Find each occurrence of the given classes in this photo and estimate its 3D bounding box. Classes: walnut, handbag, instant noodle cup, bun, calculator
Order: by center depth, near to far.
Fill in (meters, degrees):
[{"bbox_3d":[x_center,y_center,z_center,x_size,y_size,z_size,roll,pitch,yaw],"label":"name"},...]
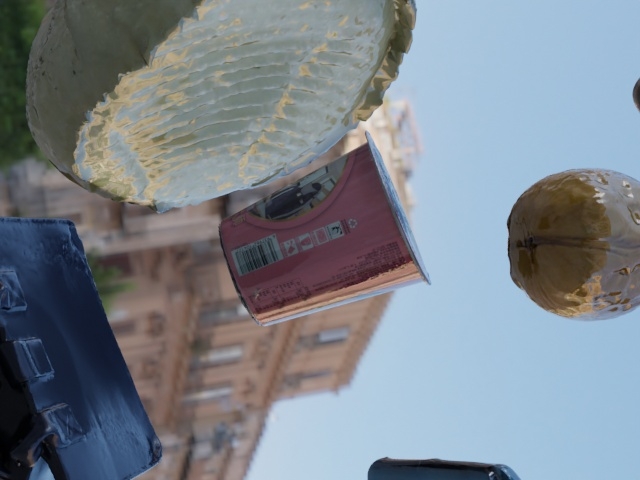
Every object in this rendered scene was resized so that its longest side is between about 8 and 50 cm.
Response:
[{"bbox_3d":[-0.067,-0.142,0.933,0.152,0.259,0.259,59,-22,26],"label":"bun"},{"bbox_3d":[0.251,0.004,1.352,0.144,0.180,0.144,14,-70,45],"label":"walnut"},{"bbox_3d":[-0.300,0.129,1.514,0.329,0.122,0.303,-1,70,-83],"label":"handbag"},{"bbox_3d":[0.170,0.376,1.958,0.293,0.051,0.172,-5,-82,45],"label":"calculator"},{"bbox_3d":[0.000,0.000,2.066,0.244,0.255,0.243,-23,90,-83],"label":"instant noodle cup"}]

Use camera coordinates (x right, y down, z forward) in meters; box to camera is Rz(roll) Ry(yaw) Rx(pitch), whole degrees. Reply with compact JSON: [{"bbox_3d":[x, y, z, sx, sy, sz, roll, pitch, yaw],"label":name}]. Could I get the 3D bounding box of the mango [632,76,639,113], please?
[{"bbox_3d":[0.581,-0.223,2.350,0.267,0.133,0.111,-101,176,-65],"label":"mango"}]
